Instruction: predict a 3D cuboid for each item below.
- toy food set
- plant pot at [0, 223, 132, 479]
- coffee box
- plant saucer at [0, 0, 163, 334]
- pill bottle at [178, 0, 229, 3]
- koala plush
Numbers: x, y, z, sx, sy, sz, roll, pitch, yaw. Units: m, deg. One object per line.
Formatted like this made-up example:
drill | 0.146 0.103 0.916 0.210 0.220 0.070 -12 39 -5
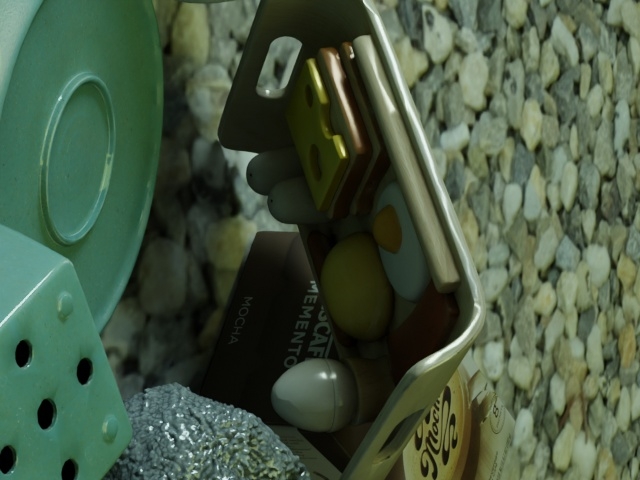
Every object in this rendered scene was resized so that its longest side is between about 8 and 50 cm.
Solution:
toy food set | 0.000 0.000 1.242 0.219 0.092 0.306 114 -37 -57
plant pot | -0.221 0.077 0.893 0.165 0.234 0.165 -52 135 -47
coffee box | 0.036 0.140 1.479 0.297 0.119 0.168 53 47 -48
plant saucer | -0.157 -0.050 1.119 0.317 0.044 0.317 9 90 -76
pill bottle | -0.104 -0.317 1.138 0.334 0.188 0.188 58 43 -44
koala plush | -0.082 0.214 1.142 0.221 0.196 0.203 -93 166 -70
